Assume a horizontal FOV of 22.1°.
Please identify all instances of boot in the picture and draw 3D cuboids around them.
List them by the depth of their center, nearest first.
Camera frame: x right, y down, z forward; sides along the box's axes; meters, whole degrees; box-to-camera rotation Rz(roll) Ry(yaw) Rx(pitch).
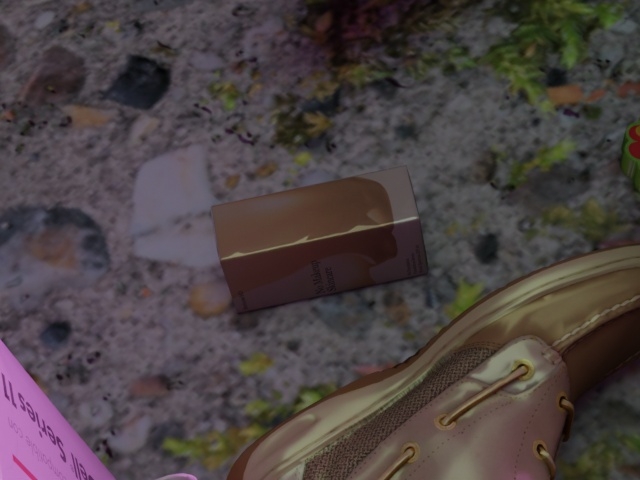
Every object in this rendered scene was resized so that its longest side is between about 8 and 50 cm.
[{"bbox_3d":[0.108,0.132,0.801,0.262,0.095,0.203,-29,56,-8],"label":"boot"}]

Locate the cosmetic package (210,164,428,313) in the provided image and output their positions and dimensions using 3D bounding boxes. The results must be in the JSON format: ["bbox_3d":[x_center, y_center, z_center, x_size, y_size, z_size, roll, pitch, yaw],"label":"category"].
[{"bbox_3d":[0.000,0.000,0.933,0.115,0.060,0.041,-13,55,2],"label":"cosmetic package"}]

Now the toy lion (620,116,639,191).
[{"bbox_3d":[0.206,-0.033,0.848,0.100,0.034,0.096,7,44,3],"label":"toy lion"}]

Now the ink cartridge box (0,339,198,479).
[{"bbox_3d":[-0.203,0.159,0.746,0.354,0.207,0.119,-19,53,3],"label":"ink cartridge box"}]
